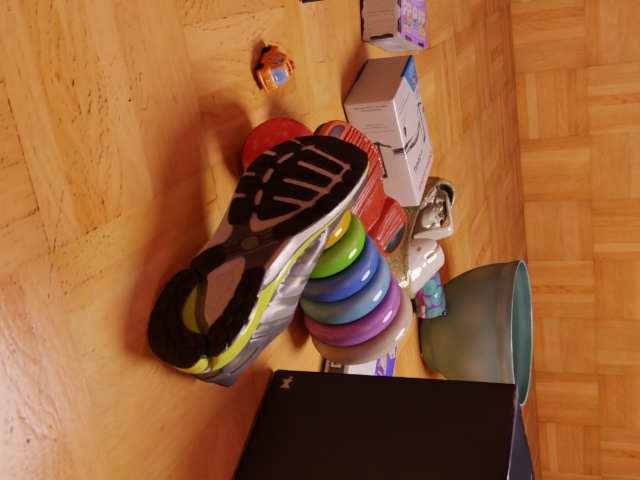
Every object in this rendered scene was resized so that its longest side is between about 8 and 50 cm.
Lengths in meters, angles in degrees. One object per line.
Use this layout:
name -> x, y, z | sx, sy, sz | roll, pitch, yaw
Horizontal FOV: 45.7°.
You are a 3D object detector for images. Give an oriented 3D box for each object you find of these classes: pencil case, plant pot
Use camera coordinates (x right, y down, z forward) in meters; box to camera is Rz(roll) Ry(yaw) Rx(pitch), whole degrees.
pencil case -> 0.197, 0.084, 1.445 | 0.070, 0.064, 0.151 | -61, 143, -37
plant pot -> 0.319, 0.187, 1.565 | 0.293, 0.196, 0.293 | -1, 90, -67

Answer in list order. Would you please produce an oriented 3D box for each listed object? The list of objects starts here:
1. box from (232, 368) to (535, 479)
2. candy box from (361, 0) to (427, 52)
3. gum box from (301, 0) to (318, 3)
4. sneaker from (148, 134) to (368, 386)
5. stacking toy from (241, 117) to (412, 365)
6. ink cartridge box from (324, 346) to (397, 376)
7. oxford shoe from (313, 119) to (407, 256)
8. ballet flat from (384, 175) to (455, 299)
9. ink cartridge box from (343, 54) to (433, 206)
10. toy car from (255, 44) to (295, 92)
box -> 0.093, 0.314, 0.893 | 0.182, 0.296, 0.294 | -68, 147, -42
candy box -> 0.125, -0.429, 1.287 | 0.165, 0.070, 0.196 | -14, 102, -67
gum box -> -0.002, -0.433, 1.021 | 0.157, 0.041, 0.184 | -58, 140, -53
sneaker -> -0.051, 0.016, 0.763 | 0.300, 0.111, 0.121 | -51, 156, -20
stacking toy -> 0.000, 0.000, 0.911 | 0.330, 0.141, 0.141 | 63, 34, -37
ink cartridge box -> 0.061, 0.205, 1.140 | 0.206, 0.045, 0.208 | 54, 40, -55
oxford shoe -> 0.031, -0.068, 1.026 | 0.097, 0.098, 0.271 | -55, 145, -18
ballet flat -> 0.168, 0.001, 1.317 | 0.348, 0.123, 0.123 | -65, 146, -46
ink cartridge box -> 0.118, -0.175, 1.239 | 0.148, 0.086, 0.203 | -67, 147, -45
toy car -> -0.041, -0.173, 0.917 | 0.060, 0.040, 0.122 | -61, 143, -50
